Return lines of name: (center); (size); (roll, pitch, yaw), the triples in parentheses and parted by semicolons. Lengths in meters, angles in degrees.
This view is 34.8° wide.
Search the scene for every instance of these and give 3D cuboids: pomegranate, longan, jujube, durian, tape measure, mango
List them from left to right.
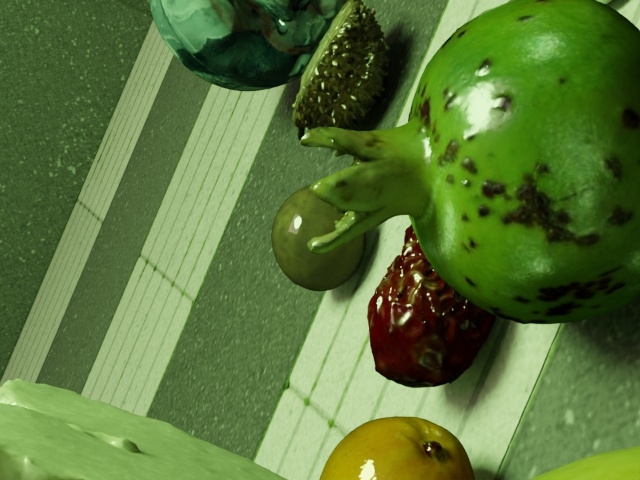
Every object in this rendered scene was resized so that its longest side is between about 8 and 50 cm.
tape measure: (-0.083, -0.331, 1.306); (0.147, 0.256, 0.275); (-13, 52, 58)
longan: (0.000, 0.000, 1.043); (0.119, 0.106, 0.106); (61, -137, -68)
durian: (0.026, -0.177, 1.146); (0.188, 0.091, 0.148); (-54, 14, 35)
mango: (0.046, 0.233, 0.716); (0.145, 0.112, 0.219); (5, 86, 66)
jujube: (0.093, 0.035, 0.798); (0.104, 0.104, 0.166); (-16, 53, 61)
pomegranate: (0.115, -0.049, 0.649); (0.211, 0.263, 0.211); (177, 90, -82)

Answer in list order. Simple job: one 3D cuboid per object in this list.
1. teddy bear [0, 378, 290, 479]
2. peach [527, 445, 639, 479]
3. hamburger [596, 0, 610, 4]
teddy bear: (-0.080, 0.305, 0.554); (0.327, 0.375, 0.362); (50, -123, -85)
peach: (0.118, 0.238, 0.323); (0.314, 0.281, 0.315); (-42, 23, 57)
hamburger: (0.220, -0.254, 0.830); (0.133, 0.062, 0.140); (-58, 22, 17)
